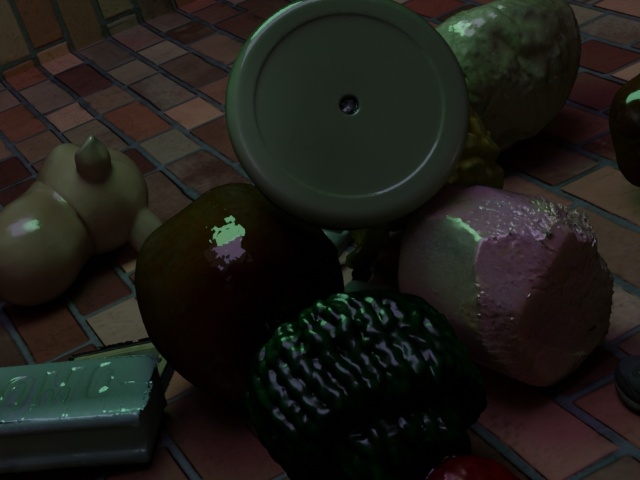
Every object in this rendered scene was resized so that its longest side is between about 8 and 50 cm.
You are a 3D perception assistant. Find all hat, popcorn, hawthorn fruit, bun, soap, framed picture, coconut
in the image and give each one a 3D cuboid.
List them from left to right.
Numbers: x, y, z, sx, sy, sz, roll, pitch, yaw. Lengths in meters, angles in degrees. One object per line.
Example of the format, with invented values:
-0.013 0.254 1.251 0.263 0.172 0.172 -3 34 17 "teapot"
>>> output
-0.330 0.223 1.826 0.261 0.094 0.150 -6 33 9 "soap"
-0.299 0.197 2.007 0.199 0.010 0.195 -12 25 15 "framed picture"
-0.090 0.083 1.811 0.268 0.267 0.301 -24 36 -12 "hawthorn fruit"
0.087 0.223 1.468 0.274 0.242 0.332 7 37 -50 "hat"
0.133 -0.104 2.058 0.293 0.293 0.237 -26 63 -16 "popcorn"
0.259 -0.252 2.282 0.352 0.227 0.349 -29 1 -10 "bun"
0.213 0.043 1.703 0.233 0.233 0.245 -31 32 -26 "coconut"
0.530 -0.166 1.993 0.208 0.208 0.248 4 17 41 "hawthorn fruit"

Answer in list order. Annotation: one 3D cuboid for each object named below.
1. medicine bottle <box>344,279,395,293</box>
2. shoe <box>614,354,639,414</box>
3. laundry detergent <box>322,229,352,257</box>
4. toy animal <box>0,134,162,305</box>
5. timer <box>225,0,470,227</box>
0.071 0.083 1.941 0.047 0.047 0.083 -34 29 -31 "medicine bottle"
0.382 0.155 1.531 0.074 0.077 0.194 -25 26 -13 "shoe"
0.000 0.000 2.141 0.099 0.070 0.226 -7 25 43 "laundry detergent"
-0.427 -0.030 2.352 0.269 0.237 0.326 -17 27 27 "toy animal"
0.023 -0.132 1.807 0.291 0.290 0.315 -22 -8 -8 "timer"
